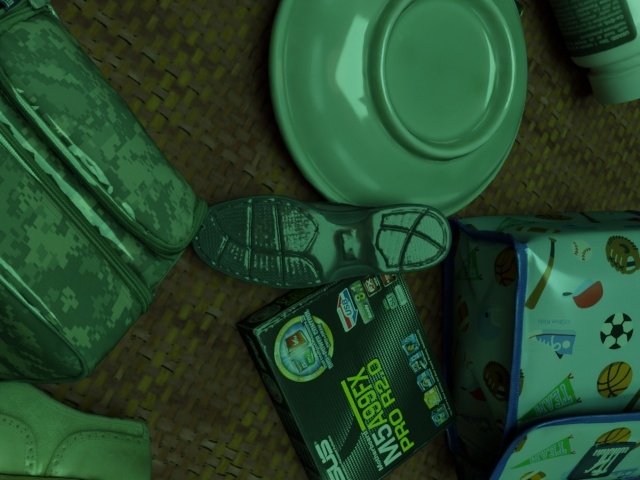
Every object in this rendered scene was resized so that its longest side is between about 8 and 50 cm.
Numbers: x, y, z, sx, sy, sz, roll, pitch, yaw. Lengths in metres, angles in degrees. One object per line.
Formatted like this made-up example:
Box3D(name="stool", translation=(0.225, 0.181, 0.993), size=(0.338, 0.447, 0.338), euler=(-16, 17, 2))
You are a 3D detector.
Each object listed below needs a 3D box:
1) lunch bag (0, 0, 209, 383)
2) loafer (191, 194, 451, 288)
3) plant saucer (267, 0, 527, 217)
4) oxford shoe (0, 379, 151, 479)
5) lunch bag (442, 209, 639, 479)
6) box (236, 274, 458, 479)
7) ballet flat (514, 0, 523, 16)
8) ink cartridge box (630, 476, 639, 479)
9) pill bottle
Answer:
Box3D(name="lunch bag", translation=(-0.270, -0.054, 0.679), size=(0.305, 0.213, 0.256), euler=(53, 48, -22))
Box3D(name="loafer", translation=(0.000, 0.000, 0.874), size=(0.303, 0.095, 0.109), euler=(0, 93, -5))
Box3D(name="plant saucer", translation=(0.134, -0.209, 0.904), size=(0.401, 0.101, 0.400), euler=(-5, 101, -29))
Box3D(name="oxford shoe", translation=(-0.359, 0.201, 0.698), size=(0.397, 0.140, 0.146), euler=(21, 39, -19))
Box3D(name="lunch bag", translation=(0.350, 0.164, 0.995), size=(0.328, 0.239, 0.385), euler=(-2, 102, -16))
Box3D(name="box", translation=(0.043, 0.173, 0.936), size=(0.216, 0.060, 0.270), euler=(-29, 105, -25))
Box3D(name="ballet flat", translation=(0.222, -0.305, 1.033), size=(0.173, 0.057, 0.049), euler=(-31, 149, -24))
Box3D(name="ink cartridge box", translation=(0.462, 0.450, 1.079), size=(0.088, 0.235, 0.193), euler=(25, 79, -27))
Box3D(name="pill bottle", translation=(0.428, -0.357, 1.072), size=(0.161, 0.161, 0.283), euler=(-34, 108, -24))
